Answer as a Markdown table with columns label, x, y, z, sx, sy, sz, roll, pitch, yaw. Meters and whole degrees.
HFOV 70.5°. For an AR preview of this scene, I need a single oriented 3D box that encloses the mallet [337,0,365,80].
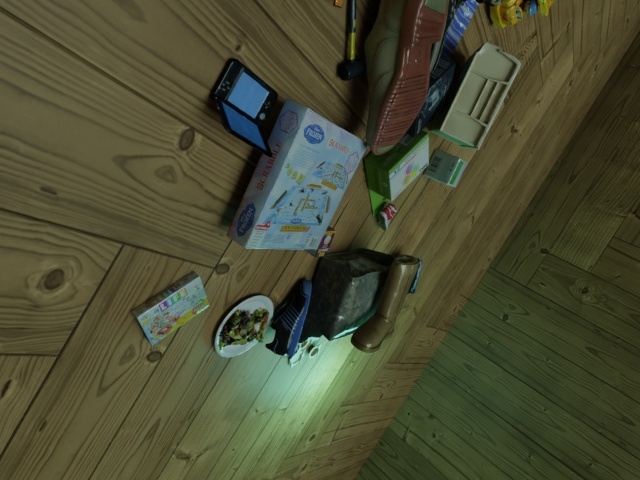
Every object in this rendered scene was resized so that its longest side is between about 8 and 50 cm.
| label | x | y | z | sx | sy | sz | roll | pitch | yaw |
| --- | --- | --- | --- | --- | --- | --- | --- | --- | --- |
| mallet | 0.076 | -0.454 | 1.001 | 0.062 | 0.039 | 0.189 | -26 | 133 | -40 |

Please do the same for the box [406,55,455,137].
| label | x | y | z | sx | sy | sz | roll | pitch | yaw |
| --- | --- | --- | --- | --- | --- | --- | --- | --- | --- |
| box | 0.275 | -0.397 | 1.233 | 0.158 | 0.093 | 0.156 | -45 | 157 | -16 |

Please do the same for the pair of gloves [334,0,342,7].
| label | x | y | z | sx | sy | sz | roll | pitch | yaw |
| --- | --- | --- | --- | --- | --- | --- | --- | --- | --- |
| pair of gloves | 0.030 | -0.514 | 0.905 | 0.083 | 0.010 | 0.074 | -6 | 123 | -50 |

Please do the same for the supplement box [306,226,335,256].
| label | x | y | z | sx | sy | sz | roll | pitch | yaw |
| --- | --- | --- | --- | --- | --- | --- | --- | --- | --- |
| supplement box | 0.000 | 0.000 | 1.285 | 0.055 | 0.043 | 0.083 | -8 | 124 | -52 |

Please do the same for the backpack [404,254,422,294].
| label | x | y | z | sx | sy | sz | roll | pitch | yaw |
| --- | --- | --- | --- | --- | --- | --- | --- | --- | --- |
| backpack | 0.311 | 0.130 | 1.743 | 0.158 | 0.117 | 0.173 | -15 | 130 | -46 |

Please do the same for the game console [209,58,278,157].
| label | x | y | z | sx | sy | sz | roll | pitch | yaw |
| --- | --- | --- | --- | --- | --- | --- | --- | --- | --- |
| game console | -0.128 | -0.248 | 0.858 | 0.124 | 0.085 | 0.144 | -59 | 148 | 5 |

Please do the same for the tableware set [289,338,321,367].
| label | x | y | z | sx | sy | sz | roll | pitch | yaw |
| --- | --- | --- | --- | --- | --- | --- | --- | --- | --- |
| tableware set | -0.042 | 0.369 | 1.575 | 0.169 | 0.020 | 0.141 | -17 | 131 | -46 |

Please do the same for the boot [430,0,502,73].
| label | x | y | z | sx | sy | sz | roll | pitch | yaw |
| --- | --- | --- | --- | --- | --- | --- | --- | --- | --- |
| boot | 0.338 | -0.591 | 1.089 | 0.284 | 0.138 | 0.377 | -16 | 121 | -32 |

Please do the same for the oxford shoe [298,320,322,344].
| label | x | y | z | sx | sy | sz | roll | pitch | yaw |
| --- | --- | --- | --- | --- | --- | --- | --- | --- | --- |
| oxford shoe | -0.058 | 0.294 | 1.460 | 0.076 | 0.076 | 0.212 | -27 | 167 | 25 |

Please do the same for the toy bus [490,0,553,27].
| label | x | y | z | sx | sy | sz | roll | pitch | yaw |
| --- | --- | --- | --- | --- | --- | --- | --- | --- | --- |
| toy bus | 0.643 | -0.738 | 1.339 | 0.220 | 0.211 | 0.149 | -58 | 149 | 5 |

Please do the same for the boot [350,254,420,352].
| label | x | y | z | sx | sy | sz | roll | pitch | yaw |
| --- | --- | --- | --- | --- | --- | --- | --- | --- | --- |
| boot | 0.196 | 0.184 | 1.372 | 0.236 | 0.089 | 0.269 | -18 | 129 | -61 |

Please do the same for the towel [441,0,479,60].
| label | x | y | z | sx | sy | sz | roll | pitch | yaw |
| --- | --- | --- | --- | --- | --- | --- | --- | --- | --- |
| towel | 0.360 | -0.642 | 1.206 | 0.243 | 0.040 | 0.336 | 9 | 111 | -54 |

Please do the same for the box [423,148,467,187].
| label | x | y | z | sx | sy | sz | roll | pitch | yaw |
| --- | --- | --- | --- | --- | --- | --- | --- | --- | --- |
| box | 0.441 | -0.253 | 1.594 | 0.087 | 0.102 | 0.101 | 1 | 116 | -56 |

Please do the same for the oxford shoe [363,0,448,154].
| label | x | y | z | sx | sy | sz | roll | pitch | yaw |
| --- | --- | --- | --- | --- | --- | --- | --- | --- | --- |
| oxford shoe | 0.169 | -0.397 | 1.060 | 0.140 | 0.146 | 0.397 | -20 | 137 | -41 |

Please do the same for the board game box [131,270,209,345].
| label | x | y | z | sx | sy | sz | roll | pitch | yaw |
| --- | --- | --- | --- | --- | --- | --- | --- | --- | --- |
| board game box | -0.325 | 0.149 | 0.998 | 0.154 | 0.026 | 0.103 | -36 | 142 | -29 |

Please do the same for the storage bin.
| label | x | y | z | sx | sy | sz | roll | pitch | yaw |
| --- | --- | --- | --- | --- | --- | --- | --- | --- | --- |
| storage bin | 0.444 | -0.414 | 1.330 | 0.262 | 0.123 | 0.260 | -58 | 172 | -75 |

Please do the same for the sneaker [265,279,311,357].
| label | x | y | z | sx | sy | sz | roll | pitch | yaw |
| --- | --- | --- | --- | --- | --- | --- | --- | --- | --- |
| sneaker | -0.091 | 0.219 | 1.322 | 0.081 | 0.090 | 0.232 | 125 | -19 | -77 |

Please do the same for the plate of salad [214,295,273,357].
| label | x | y | z | sx | sy | sz | roll | pitch | yaw |
| --- | --- | --- | --- | --- | --- | --- | --- | --- | --- |
| plate of salad | -0.198 | 0.240 | 1.228 | 0.200 | 0.048 | 0.200 | -33 | 142 | -31 |

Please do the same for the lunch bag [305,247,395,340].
| label | x | y | z | sx | sy | sz | roll | pitch | yaw |
| --- | --- | --- | --- | --- | --- | --- | --- | --- | --- |
| lunch bag | 0.111 | 0.160 | 1.457 | 0.287 | 0.169 | 0.235 | -6 | 122 | -45 |

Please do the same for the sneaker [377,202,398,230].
| label | x | y | z | sx | sy | sz | roll | pitch | yaw |
| --- | --- | --- | --- | --- | --- | --- | --- | --- | --- |
| sneaker | 0.224 | -0.080 | 1.499 | 0.067 | 0.042 | 0.118 | -46 | 160 | -12 |

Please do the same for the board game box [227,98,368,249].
| label | x | y | z | sx | sy | sz | roll | pitch | yaw |
| --- | --- | --- | --- | --- | --- | --- | --- | --- | --- |
| board game box | -0.040 | -0.130 | 1.066 | 0.319 | 0.066 | 0.318 | 5 | 114 | -62 |

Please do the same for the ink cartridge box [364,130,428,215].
| label | x | y | z | sx | sy | sz | roll | pitch | yaw |
| --- | --- | --- | --- | --- | --- | --- | --- | --- | --- |
| ink cartridge box | 0.240 | -0.195 | 1.384 | 0.189 | 0.097 | 0.255 | -45 | 145 | -19 |
